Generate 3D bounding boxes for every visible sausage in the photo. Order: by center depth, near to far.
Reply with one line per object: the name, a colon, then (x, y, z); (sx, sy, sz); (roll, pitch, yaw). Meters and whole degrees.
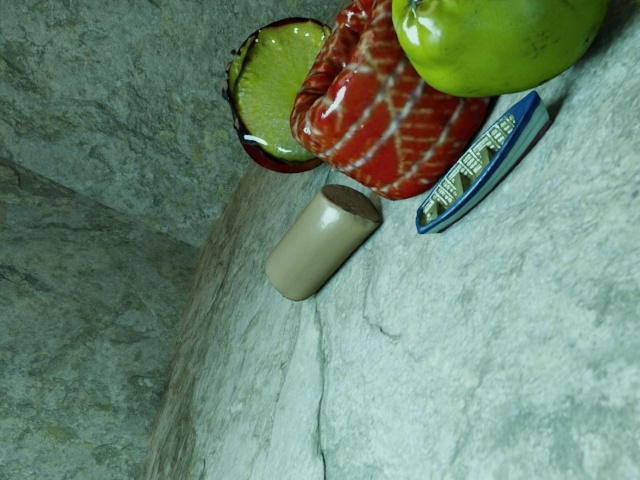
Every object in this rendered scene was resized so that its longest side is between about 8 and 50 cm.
sausage: (0.000, 0.000, 1.060); (0.253, 0.123, 0.123); (-49, 21, 39)

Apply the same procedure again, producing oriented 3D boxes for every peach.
peach: (-0.063, -0.356, 1.460); (0.417, 0.338, 0.353); (-84, -11, -50)

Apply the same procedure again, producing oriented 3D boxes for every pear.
pear: (0.203, -0.267, 0.636); (0.212, 0.269, 0.213); (34, 131, 51)

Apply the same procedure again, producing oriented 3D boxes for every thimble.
thimble: (0.109, -0.248, 0.915); (0.350, 0.230, 0.350); (-52, 20, 28)

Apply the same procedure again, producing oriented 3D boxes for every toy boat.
toy boat: (0.199, -0.088, 0.710); (0.229, 0.045, 0.080); (-51, 20, 36)

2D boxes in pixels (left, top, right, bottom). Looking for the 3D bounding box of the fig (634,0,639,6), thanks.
fig: (0.351, -0.291, 0.505); (0.236, 0.124, 0.124); (-45, 6, -29)
